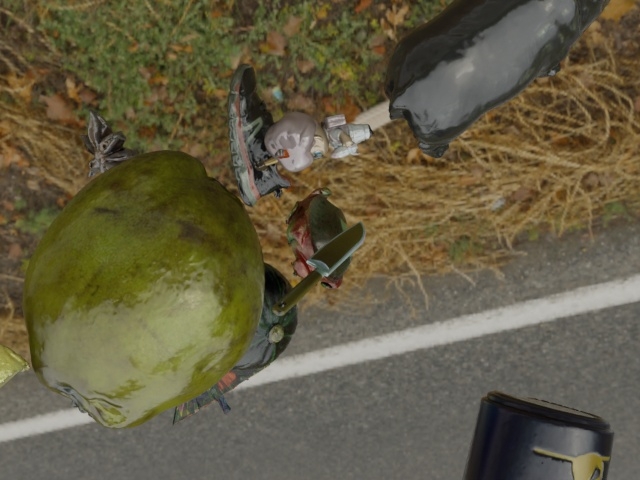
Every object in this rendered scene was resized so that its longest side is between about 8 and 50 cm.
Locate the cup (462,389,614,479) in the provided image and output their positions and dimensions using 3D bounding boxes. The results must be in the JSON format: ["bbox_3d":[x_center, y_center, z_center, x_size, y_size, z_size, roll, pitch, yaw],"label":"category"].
[{"bbox_3d":[0.283,0.337,0.903,0.178,0.256,0.255,9,172,44],"label":"cup"}]

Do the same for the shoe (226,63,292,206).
[{"bbox_3d":[-0.118,-0.218,1.443,0.137,0.290,0.114,-7,-175,-4],"label":"shoe"}]

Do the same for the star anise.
[{"bbox_3d":[-0.444,-0.187,1.485,0.182,0.065,0.195,17,132,39],"label":"star anise"}]

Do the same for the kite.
[{"bbox_3d":[-0.305,0.383,1.980,0.321,0.016,0.233,-32,106,-9],"label":"kite"}]

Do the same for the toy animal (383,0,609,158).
[{"bbox_3d":[0.203,-0.214,0.648,0.343,0.106,0.168,-38,170,19],"label":"toy animal"}]

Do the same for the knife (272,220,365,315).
[{"bbox_3d":[0.002,0.049,1.519,0.061,0.343,0.027,29,137,24],"label":"knife"}]

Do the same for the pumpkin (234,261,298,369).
[{"bbox_3d":[-0.192,0.204,1.891,0.239,0.315,0.315,20,164,42],"label":"pumpkin"}]

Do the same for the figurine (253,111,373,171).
[{"bbox_3d":[-0.017,-0.191,1.339,0.229,0.111,0.137,-10,-170,-7],"label":"figurine"}]

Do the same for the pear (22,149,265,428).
[{"bbox_3d":[-0.258,0.074,1.088,0.352,0.413,0.352,27,175,2],"label":"pear"}]

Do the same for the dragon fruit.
[{"bbox_3d":[0.000,0.000,1.860,0.130,0.268,0.295,-17,176,13],"label":"dragon fruit"}]

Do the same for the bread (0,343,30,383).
[{"bbox_3d":[-0.619,0.162,1.141,0.264,0.163,0.168,54,148,-8],"label":"bread"}]
